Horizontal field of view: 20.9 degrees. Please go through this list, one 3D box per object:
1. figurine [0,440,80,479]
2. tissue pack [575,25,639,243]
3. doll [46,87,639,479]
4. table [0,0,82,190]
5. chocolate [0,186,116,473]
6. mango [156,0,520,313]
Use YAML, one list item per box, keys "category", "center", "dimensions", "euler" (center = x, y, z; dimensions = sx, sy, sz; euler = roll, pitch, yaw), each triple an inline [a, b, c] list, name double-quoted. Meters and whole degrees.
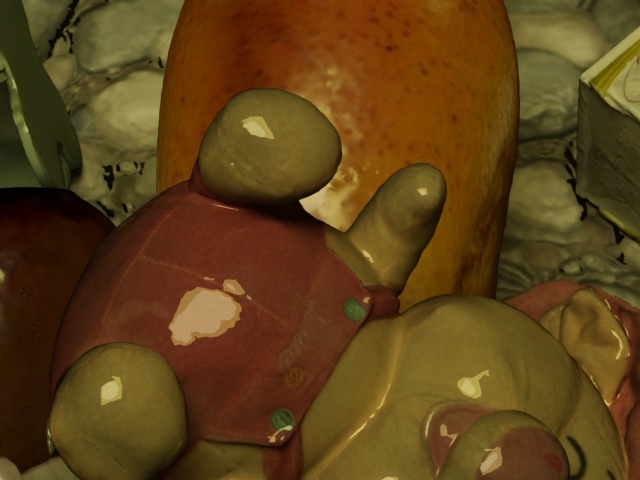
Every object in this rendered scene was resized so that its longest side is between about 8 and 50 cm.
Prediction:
- category: "figurine"
  center: [-0.164, 0.187, 0.726]
  dimensions: [0.256, 0.144, 0.182]
  euler: [-39, 12, 18]
- category: "tissue pack"
  center: [0.215, -0.072, 0.898]
  dimensions: [0.148, 0.106, 0.099]
  euler: [-39, 60, -18]
- category: "doll"
  center: [0.025, 0.075, 0.663]
  dimensions: [0.256, 0.152, 0.196]
  euler: [37, 98, -14]
- category: "table"
  center: [-0.249, -0.061, 0.926]
  dimensions: [0.198, 0.166, 0.166]
  euler: [-21, 57, 3]
- category: "chocolate"
  center: [-0.163, 0.060, 0.841]
  dimensions: [0.176, 0.177, 0.177]
  euler: [-3, 57, 5]
- category: "mango"
  center: [0.000, 0.000, 0.843]
  dimensions: [0.201, 0.199, 0.350]
  euler: [-12, 63, 36]
